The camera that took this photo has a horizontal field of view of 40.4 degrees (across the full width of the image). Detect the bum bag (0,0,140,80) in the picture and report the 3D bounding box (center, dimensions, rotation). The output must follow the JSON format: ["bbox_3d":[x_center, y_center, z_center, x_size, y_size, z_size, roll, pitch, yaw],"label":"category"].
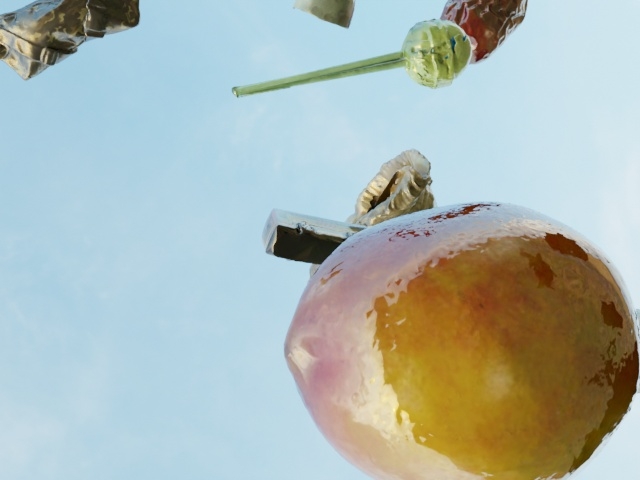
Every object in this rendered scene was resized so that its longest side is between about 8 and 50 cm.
[{"bbox_3d":[-0.372,-0.317,1.259,0.069,0.248,0.102,-90,-25,-63],"label":"bum bag"}]

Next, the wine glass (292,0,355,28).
[{"bbox_3d":[0.028,-0.331,1.014,0.073,0.073,0.155,7,-66,-40],"label":"wine glass"}]

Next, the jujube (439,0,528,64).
[{"bbox_3d":[0.325,-0.453,1.754,0.155,0.155,0.230,53,-130,-27],"label":"jujube"}]

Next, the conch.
[{"bbox_3d":[0.130,0.002,1.584,0.210,0.352,0.297,32,-146,-21],"label":"conch"}]

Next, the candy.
[{"bbox_3d":[0.043,-0.236,1.195,0.336,0.092,0.093,-11,-62,-4],"label":"candy"}]

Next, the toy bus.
[{"bbox_3d":[0.000,0.000,1.224,0.172,0.072,0.057,11,-62,-27],"label":"toy bus"}]

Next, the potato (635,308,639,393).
[{"bbox_3d":[0.719,0.210,1.961,0.264,0.211,0.189,26,-136,-43],"label":"potato"}]

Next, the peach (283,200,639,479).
[{"bbox_3d":[0.130,0.103,0.825,0.332,0.308,0.307,3,-91,-20],"label":"peach"}]

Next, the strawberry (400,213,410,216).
[{"bbox_3d":[0.170,0.080,1.255,0.234,0.234,0.178,41,-129,-33],"label":"strawberry"}]
